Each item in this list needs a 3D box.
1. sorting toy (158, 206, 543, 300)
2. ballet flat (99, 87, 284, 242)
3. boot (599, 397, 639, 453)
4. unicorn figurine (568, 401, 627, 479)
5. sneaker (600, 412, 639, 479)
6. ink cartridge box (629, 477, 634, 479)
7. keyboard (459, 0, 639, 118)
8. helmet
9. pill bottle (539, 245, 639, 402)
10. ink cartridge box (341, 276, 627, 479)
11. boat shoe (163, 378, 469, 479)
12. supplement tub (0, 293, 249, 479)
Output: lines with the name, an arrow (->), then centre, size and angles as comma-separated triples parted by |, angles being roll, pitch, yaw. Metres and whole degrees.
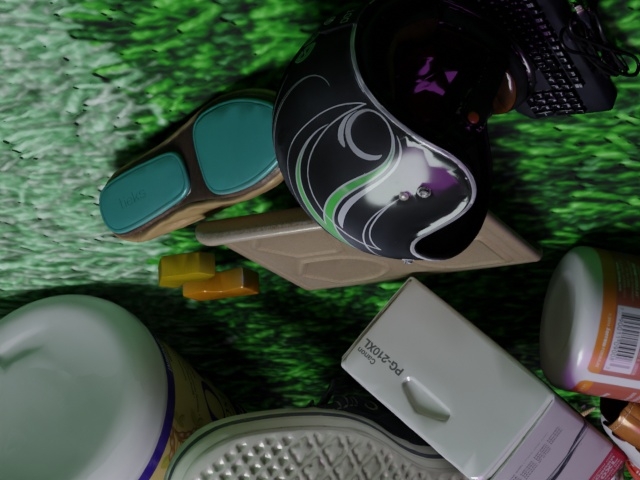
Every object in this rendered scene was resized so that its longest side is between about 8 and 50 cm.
sorting toy -> 0.000, 0.000, 1.321 | 0.307, 0.041, 0.229 | -8, 166, 24
ballet flat -> -0.076, -0.060, 1.246 | 0.232, 0.080, 0.073 | -20, 171, 43
boot -> 0.351, 0.173, 1.512 | 0.220, 0.283, 0.109 | 29, 108, -1
unicorn figurine -> 0.267, 0.222, 1.684 | 0.060, 0.111, 0.162 | 9, 177, 28
sneaker -> 0.350, 0.265, 1.655 | 0.270, 0.090, 0.145 | 30, 111, -24
ink cartridge box -> 0.406, 0.284, 1.792 | 0.198, 0.067, 0.115 | 10, 151, -11
keyboard -> 0.145, -0.128, 1.092 | 0.100, 0.038, 0.192 | -9, 150, 26
helmet -> 0.050, -0.069, 1.090 | 0.169, 0.169, 0.161 | 14, 148, -16
pill bottle -> 0.300, 0.080, 1.367 | 0.216, 0.121, 0.121 | 10, 152, -9
ink cartridge box -> 0.144, 0.146, 1.420 | 0.172, 0.100, 0.237 | 40, -179, 30
boat shoe -> 0.023, 0.235, 1.570 | 0.156, 0.187, 0.500 | 22, -171, 40
supplement tub -> -0.188, 0.221, 1.595 | 0.241, 0.241, 0.331 | -8, 150, 24
